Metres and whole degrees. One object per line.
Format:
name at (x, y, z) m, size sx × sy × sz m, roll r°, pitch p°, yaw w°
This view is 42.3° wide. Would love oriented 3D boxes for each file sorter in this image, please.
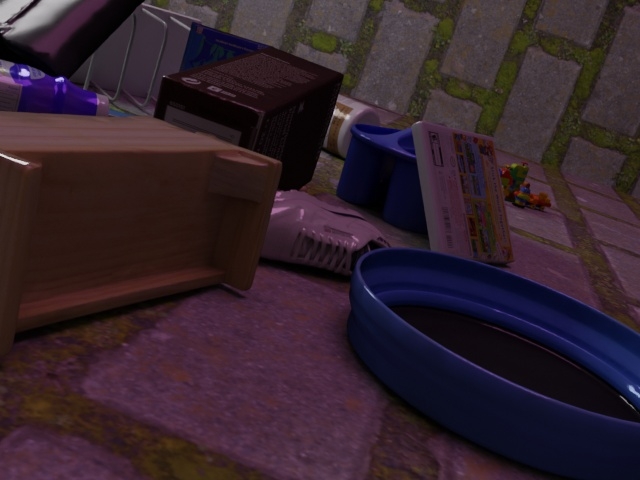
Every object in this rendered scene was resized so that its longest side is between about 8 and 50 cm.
file sorter at (-0.365, -0.372, 1.684) m, size 0.277 × 0.193 × 0.173 m, roll 7°, pitch 23°, yaw -36°

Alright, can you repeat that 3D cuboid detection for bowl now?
bowl at (0.210, 0.121, 0.887) m, size 0.391 × 0.077 × 0.391 m, roll 18°, pitch 16°, yaw -5°

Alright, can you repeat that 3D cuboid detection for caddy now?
caddy at (0.189, -0.134, 1.540) m, size 0.241 × 0.179 × 0.341 m, roll 28°, pitch 18°, yaw 33°

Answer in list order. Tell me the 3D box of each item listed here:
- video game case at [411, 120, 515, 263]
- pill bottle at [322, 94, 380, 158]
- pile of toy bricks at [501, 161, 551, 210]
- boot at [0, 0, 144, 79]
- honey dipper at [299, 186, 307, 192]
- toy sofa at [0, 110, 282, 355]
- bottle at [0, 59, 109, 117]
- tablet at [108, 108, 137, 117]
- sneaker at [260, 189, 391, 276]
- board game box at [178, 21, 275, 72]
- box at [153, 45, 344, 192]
video game case at (0.239, -0.075, 1.371) m, size 0.206 × 0.227 × 0.026 m, roll 3°, pitch -16°, yaw -44°
pill bottle at (0.014, -0.282, 1.924) m, size 0.229 × 0.131 × 0.131 m, roll 29°, pitch 18°, yaw 33°
pile of toy bricks at (0.489, -0.150, 2.075) m, size 0.212 × 0.105 × 0.118 m, roll 9°, pitch 18°, yaw -31°
boot at (-0.338, -0.402, 1.400) m, size 0.367 × 0.146 × 0.445 m, roll 10°, pitch 42°, yaw 25°
honey dipper at (-0.079, -0.092, 1.360) m, size 0.030 × 0.031 × 0.160 m, roll 32°, pitch 18°, yaw 38°
toy sofa at (-0.208, -0.025, 0.761) m, size 0.177 × 0.150 × 0.362 m, roll 21°, pitch 15°, yaw 24°
bottle at (-0.456, -0.213, 1.210) m, size 0.282 × 0.092 × 0.118 m, roll 10°, pitch 23°, yaw -29°
tablet at (-0.372, -0.232, 1.536) m, size 0.083 × 0.006 × 0.054 m, roll 13°, pitch 16°, yaw -22°
sneaker at (0.000, 0.000, 1.049) m, size 0.235 × 0.090 × 0.095 m, roll 3°, pitch 31°, yaw -41°
board game box at (-0.185, -0.274, 1.517) m, size 0.160 × 0.210 × 0.047 m, roll 11°, pitch 18°, yaw -23°
box at (-0.098, -0.142, 1.144) m, size 0.143 × 0.191 × 0.381 m, roll 21°, pitch 23°, yaw 7°
